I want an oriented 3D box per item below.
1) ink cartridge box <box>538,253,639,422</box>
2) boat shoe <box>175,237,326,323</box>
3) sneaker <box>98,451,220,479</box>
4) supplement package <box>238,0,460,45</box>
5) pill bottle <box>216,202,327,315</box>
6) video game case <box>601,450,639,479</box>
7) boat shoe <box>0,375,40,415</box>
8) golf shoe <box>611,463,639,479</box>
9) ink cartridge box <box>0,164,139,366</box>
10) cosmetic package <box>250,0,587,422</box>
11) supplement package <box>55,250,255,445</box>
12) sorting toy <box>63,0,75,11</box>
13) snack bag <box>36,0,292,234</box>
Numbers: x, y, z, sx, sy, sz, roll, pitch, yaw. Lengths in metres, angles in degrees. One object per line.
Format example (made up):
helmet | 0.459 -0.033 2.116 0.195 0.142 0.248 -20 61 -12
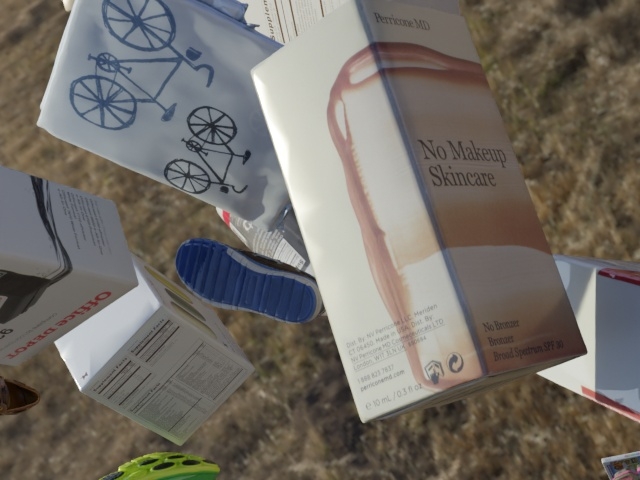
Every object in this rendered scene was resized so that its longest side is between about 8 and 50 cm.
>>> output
ink cartridge box | 0.352 0.088 0.968 0.273 0.114 0.197 5 6 -18
boat shoe | -0.071 0.046 1.213 0.183 0.066 0.066 22 12 25
sneaker | -0.299 0.436 1.879 0.296 0.123 0.109 -19 18 -37
supplement package | 0.019 -0.362 1.544 0.177 0.175 0.293 -35 41 -31
pill bottle | 0.000 0.000 1.710 0.176 0.176 0.318 -38 64 -12
video game case | 0.580 0.407 2.057 0.122 0.087 0.011 -16 48 17
boat shoe | -0.459 0.212 1.571 0.060 0.178 0.064 -6 78 24
golf shoe | 0.240 0.253 0.997 0.186 0.067 0.086 -15 27 1
ink cartridge box | -0.394 0.027 1.271 0.223 0.307 0.129 -32 64 23
cosmetic package | 0.075 -0.024 0.884 0.129 0.296 0.153 -29 -16 39
supplement package | -0.295 0.184 1.975 0.198 0.263 0.199 -46 44 3
sorting toy | -0.261 -0.348 1.363 0.132 0.274 0.046 -12 4 36
snack bag | -0.143 -0.164 1.321 0.323 0.343 0.037 -54 15 51
